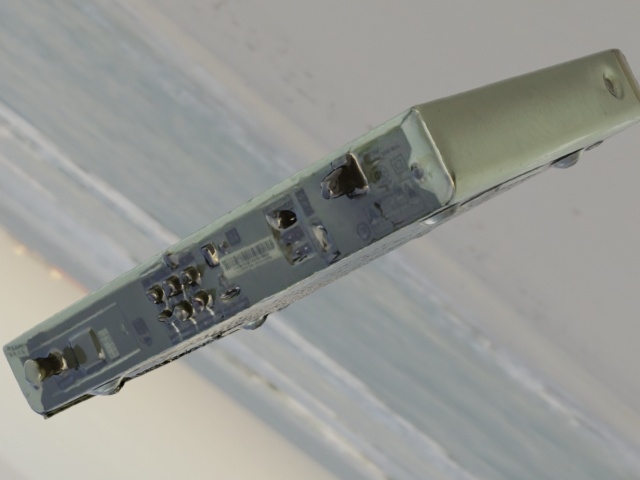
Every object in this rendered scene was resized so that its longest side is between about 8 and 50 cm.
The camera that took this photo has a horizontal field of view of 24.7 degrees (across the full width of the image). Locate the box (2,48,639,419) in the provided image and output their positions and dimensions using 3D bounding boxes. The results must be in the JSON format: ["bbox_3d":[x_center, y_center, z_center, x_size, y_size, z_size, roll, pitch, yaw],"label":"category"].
[{"bbox_3d":[0.000,0.000,0.672,0.211,0.270,0.045,-22,-95,-54],"label":"box"}]
